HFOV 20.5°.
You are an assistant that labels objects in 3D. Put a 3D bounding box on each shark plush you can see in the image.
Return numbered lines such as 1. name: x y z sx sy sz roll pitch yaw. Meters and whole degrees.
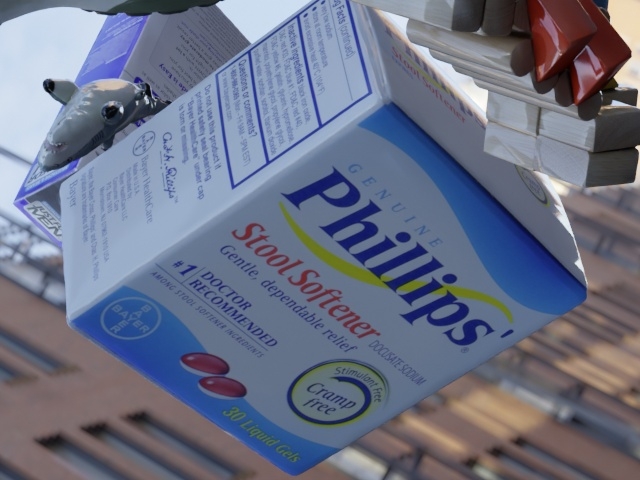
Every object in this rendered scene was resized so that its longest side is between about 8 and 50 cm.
1. shark plush: -0.182 -0.103 1.483 0.161 0.073 0.067 -40 -33 -65

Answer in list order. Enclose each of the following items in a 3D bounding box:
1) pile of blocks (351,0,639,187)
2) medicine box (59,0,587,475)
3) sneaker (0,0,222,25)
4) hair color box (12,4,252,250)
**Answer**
1. pile of blocks: 0.098 -0.149 0.904 0.362 0.112 0.149 39 -99 -42
2. medicine box: 0.000 0.000 1.307 0.289 0.149 0.263 -33 -50 21
3. sneaker: -0.229 -0.247 1.203 0.410 0.158 0.182 -15 -47 -29
4. hair color box: -0.174 -0.111 1.860 0.185 0.110 0.339 46 -141 -26
